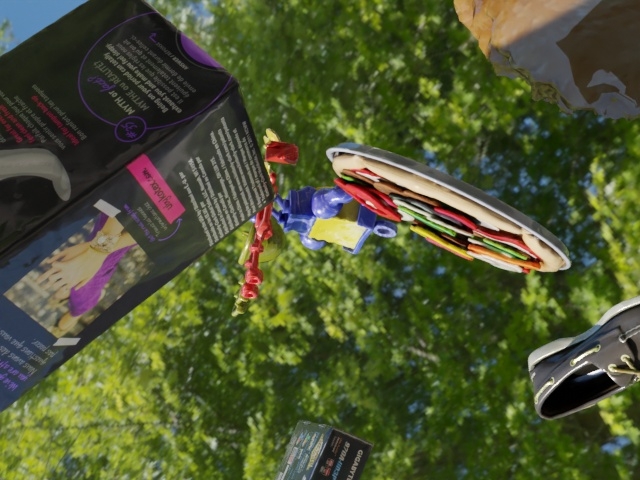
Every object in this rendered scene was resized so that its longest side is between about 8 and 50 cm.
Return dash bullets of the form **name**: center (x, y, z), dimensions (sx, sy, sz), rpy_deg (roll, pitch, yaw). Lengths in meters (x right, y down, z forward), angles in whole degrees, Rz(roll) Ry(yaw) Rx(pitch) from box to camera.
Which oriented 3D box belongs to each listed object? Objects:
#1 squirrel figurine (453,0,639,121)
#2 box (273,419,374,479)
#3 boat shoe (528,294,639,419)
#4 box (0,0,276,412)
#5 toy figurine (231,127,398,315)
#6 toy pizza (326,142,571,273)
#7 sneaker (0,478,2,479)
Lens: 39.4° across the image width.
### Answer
- **squirrel figurine**: center (0.265, -0.167, 0.396), dimensions (0.397, 0.281, 0.370), rpy_deg (22, -128, 29)
- **box**: center (-0.028, 0.305, 0.958), dimensions (0.051, 0.175, 0.220), rpy_deg (26, -104, -8)
- **boat shoe**: center (0.306, 0.122, 0.922), dimensions (0.081, 0.228, 0.069), rpy_deg (24, -129, -21)
- **box**: center (-0.193, -0.036, 0.660), dimensions (0.270, 0.143, 0.165), rpy_deg (-38, -121, -16)
- **toy figurine**: center (0.000, 0.000, 1.308), dimensions (0.217, 0.362, 0.191), rpy_deg (7, -114, -8)
- **toy pizza**: center (0.091, -0.016, 0.675), dimensions (0.201, 0.201, 0.032), rpy_deg (27, -93, -12)
- **sneaker**: center (-0.472, 0.249, 0.928), dimensions (0.330, 0.146, 0.122), rpy_deg (24, -117, -51)
